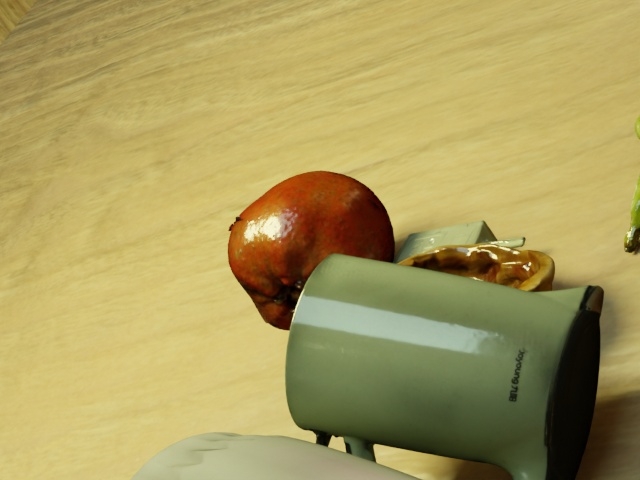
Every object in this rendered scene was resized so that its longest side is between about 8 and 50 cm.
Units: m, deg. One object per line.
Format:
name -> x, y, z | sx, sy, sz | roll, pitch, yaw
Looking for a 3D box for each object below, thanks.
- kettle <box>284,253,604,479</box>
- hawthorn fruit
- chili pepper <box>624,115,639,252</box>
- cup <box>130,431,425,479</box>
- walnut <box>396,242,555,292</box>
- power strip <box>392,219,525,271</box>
kettle -> 0.110, 0.138, 1.336 | 0.255, 0.165, 0.240 | 10, 82, 20
hawthorn fruit -> 0.000, 0.000, 1.701 | 0.185, 0.185, 0.202 | -11, 35, 41
chili pepper -> 0.340, -0.072, 1.555 | 0.049, 0.043, 0.208 | -8, 38, 24
cup -> -0.008, 0.284, 1.194 | 0.253, 0.253, 0.371 | -47, 26, -17
walnut -> 0.146, 0.073, 1.505 | 0.167, 0.087, 0.211 | -30, 22, -32
power strip -> 0.150, 0.018, 1.639 | 0.175, 0.042, 0.075 | -12, 35, 40
